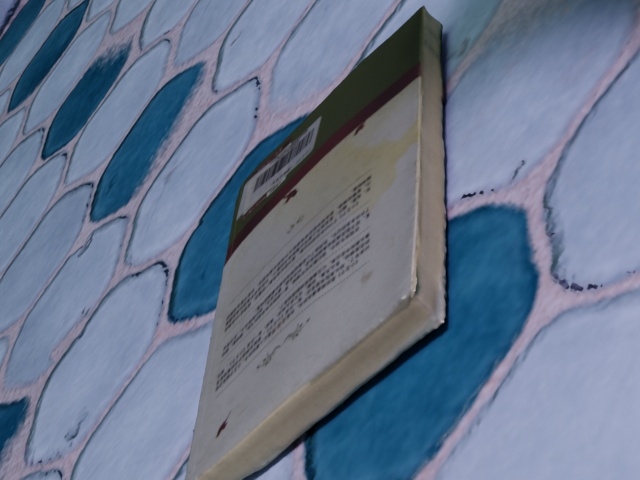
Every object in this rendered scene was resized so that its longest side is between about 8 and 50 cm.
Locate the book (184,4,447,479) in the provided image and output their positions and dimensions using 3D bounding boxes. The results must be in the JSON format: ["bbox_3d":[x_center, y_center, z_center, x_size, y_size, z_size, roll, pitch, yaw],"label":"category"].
[{"bbox_3d":[0.000,0.000,0.941,0.201,0.026,0.289,-41,25,31],"label":"book"}]
